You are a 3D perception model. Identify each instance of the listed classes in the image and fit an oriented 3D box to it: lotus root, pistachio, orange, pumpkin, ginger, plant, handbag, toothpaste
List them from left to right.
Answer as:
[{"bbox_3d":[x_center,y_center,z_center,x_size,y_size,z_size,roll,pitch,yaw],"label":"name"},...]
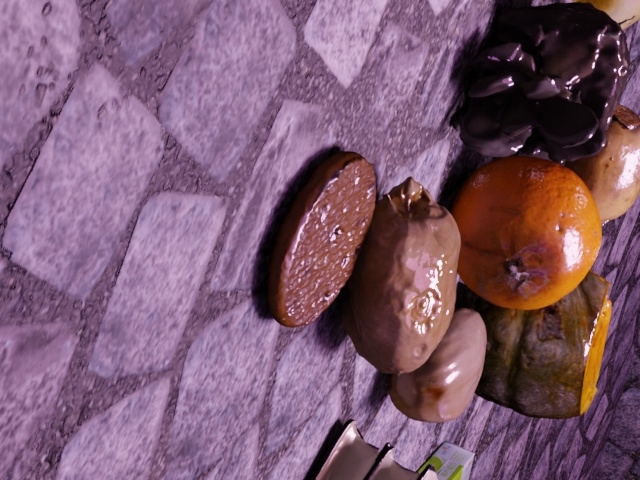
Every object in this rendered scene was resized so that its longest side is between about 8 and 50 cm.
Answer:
[{"bbox_3d":[0.066,0.431,2.021,0.236,0.160,0.358,-53,156,-15],"label":"handbag"},{"bbox_3d":[0.094,0.054,1.740,0.138,0.152,0.267,-9,129,-32],"label":"ginger"},{"bbox_3d":[0.159,0.446,2.393,0.336,0.067,0.081,-35,139,-56],"label":"toothpaste"},{"bbox_3d":[0.176,0.179,2.074,0.129,0.131,0.206,-30,-173,40],"label":"pistachio"},{"bbox_3d":[0.280,-0.008,2.016,0.170,0.224,0.224,-71,171,-54],"label":"orange"},{"bbox_3d":[0.334,0.143,2.282,0.256,0.225,0.303,-70,160,-10],"label":"pumpkin"},{"bbox_3d":[0.303,-0.215,1.914,0.276,0.199,0.188,-41,141,-56],"label":"plant"},{"bbox_3d":[0.410,-0.094,2.085,0.125,0.118,0.221,-12,130,-28],"label":"lotus root"}]

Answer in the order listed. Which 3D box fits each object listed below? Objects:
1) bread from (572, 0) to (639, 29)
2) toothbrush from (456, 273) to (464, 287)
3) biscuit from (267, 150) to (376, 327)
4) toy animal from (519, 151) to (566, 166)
[{"bbox_3d":[0.432,-0.415,2.057,0.158,0.156,0.260,-51,155,-33],"label":"bread"},{"bbox_3d":[0.193,0.143,2.230,0.018,0.024,0.257,-27,137,-59],"label":"toothbrush"},{"bbox_3d":[0.000,0.000,1.582,0.212,0.036,0.212,-49,152,-38],"label":"biscuit"},{"bbox_3d":[0.362,-0.112,2.217,0.282,0.140,0.138,-50,139,-35],"label":"toy animal"}]
